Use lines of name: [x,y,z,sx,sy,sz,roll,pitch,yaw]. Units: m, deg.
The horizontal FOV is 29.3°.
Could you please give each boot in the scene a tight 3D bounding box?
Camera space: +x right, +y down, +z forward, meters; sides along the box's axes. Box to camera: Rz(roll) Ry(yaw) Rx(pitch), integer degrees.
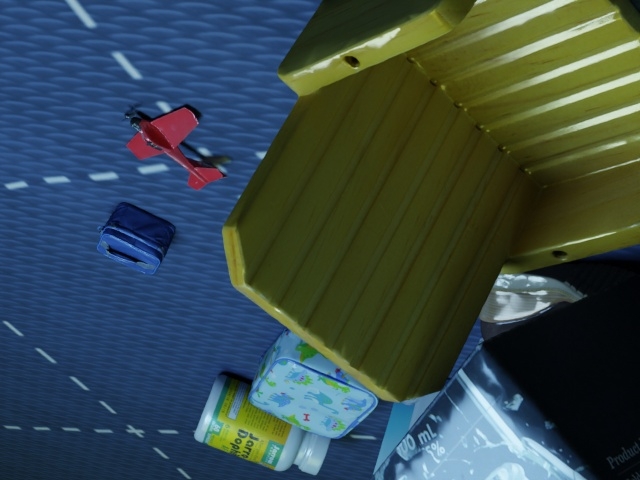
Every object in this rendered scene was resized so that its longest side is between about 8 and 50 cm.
boot: [0.303,0.132,1.458,0.249,0.090,0.206,12,120,38]

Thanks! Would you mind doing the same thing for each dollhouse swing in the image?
dollhouse swing: [0.139,-0.048,1.131,0.315,0.304,0.347,-16,133,45]

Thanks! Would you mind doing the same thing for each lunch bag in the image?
lunch bag: [-0.255,0.000,1.658,0.098,0.065,0.067,24,149,-8]
lunch bag: [-0.002,0.211,1.823,0.176,0.090,0.219,24,149,-6]

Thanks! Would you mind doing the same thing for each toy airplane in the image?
toy airplane: [-0.177,-0.108,1.481,0.151,0.028,0.151,16,150,9]

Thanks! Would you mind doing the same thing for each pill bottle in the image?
pill bottle: [-0.090,0.306,1.996,0.209,0.117,0.117,21,149,-2]

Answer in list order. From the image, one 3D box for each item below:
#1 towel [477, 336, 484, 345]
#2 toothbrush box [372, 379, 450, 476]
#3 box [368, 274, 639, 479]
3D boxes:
towel: [0.295,0.269,1.575,0.235,0.283,0.121,-2,158,35]
toothbrush box: [0.190,0.357,1.744,0.216,0.295,0.126,7,149,21]
box: [0.278,0.380,1.237,0.471,0.297,0.479,51,132,24]
